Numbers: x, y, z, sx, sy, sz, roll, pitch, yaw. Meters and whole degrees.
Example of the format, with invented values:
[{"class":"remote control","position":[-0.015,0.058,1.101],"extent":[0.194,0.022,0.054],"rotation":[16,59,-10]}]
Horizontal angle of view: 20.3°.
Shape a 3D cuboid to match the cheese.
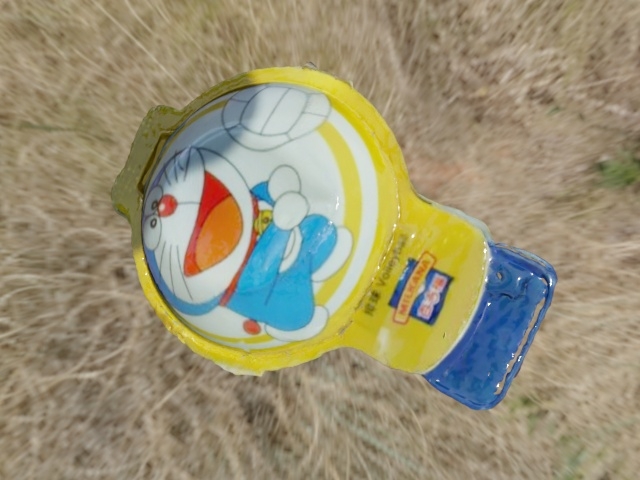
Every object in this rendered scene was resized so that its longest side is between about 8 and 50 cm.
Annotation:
[{"class":"cheese","position":[0.000,0.000,0.985],"extent":[0.270,0.069,0.177],"rotation":[26,91,23]}]
